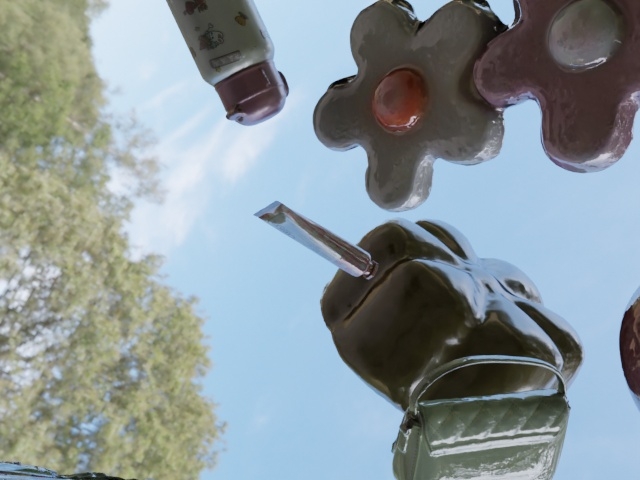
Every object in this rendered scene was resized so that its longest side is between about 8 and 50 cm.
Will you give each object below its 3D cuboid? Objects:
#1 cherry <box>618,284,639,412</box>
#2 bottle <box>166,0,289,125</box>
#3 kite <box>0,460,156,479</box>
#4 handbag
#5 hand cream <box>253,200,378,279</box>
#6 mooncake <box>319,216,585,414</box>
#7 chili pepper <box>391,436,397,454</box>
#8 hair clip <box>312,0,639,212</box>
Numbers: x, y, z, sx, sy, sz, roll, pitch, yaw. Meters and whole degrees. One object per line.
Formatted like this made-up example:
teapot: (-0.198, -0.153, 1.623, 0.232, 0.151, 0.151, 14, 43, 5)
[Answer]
cherry: (0.470, 0.147, 1.009, 0.206, 0.239, 0.239, -49, -151, -15)
bottle: (-0.123, -0.268, 1.097, 0.109, 0.233, 0.110, -26, -176, 2)
kite: (-0.292, 0.227, 0.798, 0.323, 0.267, 0.013, 92, 2, -69)
handbag: (0.221, 0.246, 1.103, 0.079, 0.256, 0.219, -128, -139, -59)
hand cream: (0.000, 0.000, 1.235, 0.067, 0.209, 0.043, -25, -138, 52)
mooncake: (0.239, 0.157, 1.512, 0.262, 0.466, 0.467, -55, -151, 19)
chili pepper: (0.209, 0.401, 1.232, 0.076, 0.085, 0.359, -46, -145, 2)
hair clip: (0.103, -0.097, 0.480, 0.257, 0.075, 0.146, -12, -110, 46)
